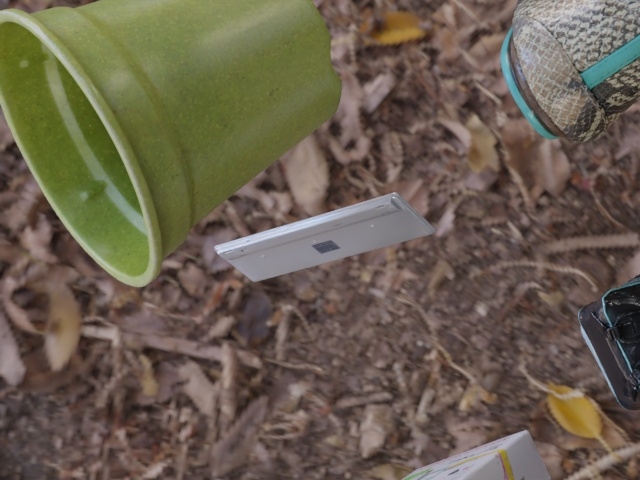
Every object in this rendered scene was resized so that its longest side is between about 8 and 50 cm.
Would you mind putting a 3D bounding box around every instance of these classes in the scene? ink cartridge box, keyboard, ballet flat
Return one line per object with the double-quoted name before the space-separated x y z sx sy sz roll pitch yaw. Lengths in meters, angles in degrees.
"ink cartridge box" 0.190 0.403 1.814 0.198 0.270 0.197 -26 85 28
"keyboard" 0.000 0.000 1.444 0.256 0.072 0.014 -16 53 38
"ballet flat" 0.266 -0.234 1.252 0.182 0.483 0.164 -31 107 20

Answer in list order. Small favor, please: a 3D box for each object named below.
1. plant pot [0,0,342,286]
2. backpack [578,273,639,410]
"plant pot" -0.131 -0.138 1.271 0.254 0.276 0.276 -32 60 -24
"backpack" 0.451 0.123 1.794 0.188 0.144 0.166 -24 79 -14
